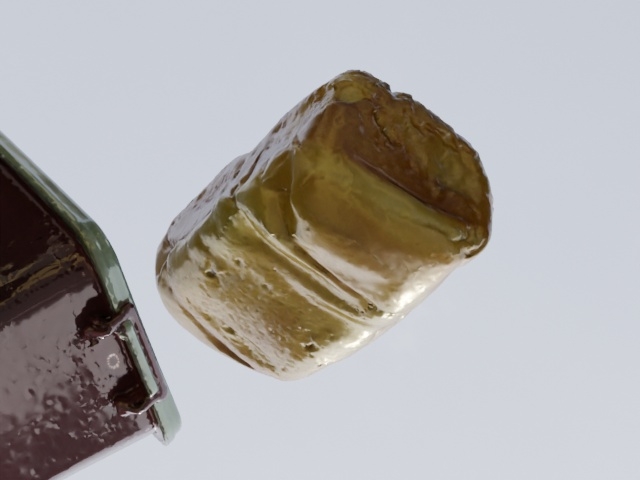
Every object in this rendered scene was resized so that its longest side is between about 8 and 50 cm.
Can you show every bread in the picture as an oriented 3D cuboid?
[{"bbox_3d":[0.000,0.000,1.419,0.167,0.294,0.132,40,-122,-10],"label":"bread"}]

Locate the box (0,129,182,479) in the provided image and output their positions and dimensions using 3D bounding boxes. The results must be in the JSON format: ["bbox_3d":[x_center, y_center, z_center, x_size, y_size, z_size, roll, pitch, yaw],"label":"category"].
[{"bbox_3d":[-0.241,0.050,1.306,0.167,0.193,0.294,-31,-143,-16],"label":"box"}]
